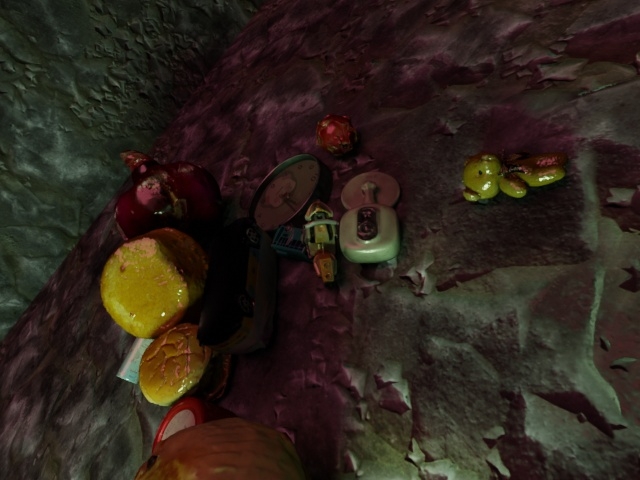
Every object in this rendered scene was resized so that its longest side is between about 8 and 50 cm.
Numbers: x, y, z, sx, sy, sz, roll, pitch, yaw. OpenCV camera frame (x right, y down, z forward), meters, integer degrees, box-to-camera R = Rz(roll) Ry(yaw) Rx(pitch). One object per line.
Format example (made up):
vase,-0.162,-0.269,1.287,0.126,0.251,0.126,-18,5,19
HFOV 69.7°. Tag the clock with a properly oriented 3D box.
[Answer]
clock,-0.104,-0.140,1.474,0.318,0.066,0.319,-26,43,27

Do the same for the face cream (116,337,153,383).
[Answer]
face cream,-0.589,0.354,1.532,0.075,0.075,0.230,-2,58,45

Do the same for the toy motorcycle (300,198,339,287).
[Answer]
toy motorcycle,0.001,0.000,1.146,0.093,0.130,0.229,-7,78,-6

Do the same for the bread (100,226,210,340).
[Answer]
bread,-0.508,0.135,1.433,0.337,0.204,0.358,-44,78,1

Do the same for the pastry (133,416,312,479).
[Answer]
pastry,-0.161,0.502,0.776,0.388,0.312,0.389,-40,30,29

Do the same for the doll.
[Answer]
doll,0.394,-0.151,0.954,0.209,0.097,0.137,-8,48,35

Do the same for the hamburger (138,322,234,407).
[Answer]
hamburger,-0.361,0.338,1.241,0.244,0.163,0.245,-27,41,26

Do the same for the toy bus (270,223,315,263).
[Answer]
toy bus,-0.063,0.010,1.290,0.160,0.079,0.092,12,69,48

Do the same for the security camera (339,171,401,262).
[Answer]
security camera,0.122,-0.078,1.149,0.157,0.080,0.302,-7,50,14

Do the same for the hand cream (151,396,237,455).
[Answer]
hand cream,-0.292,0.478,1.085,0.193,0.125,0.193,-29,41,29

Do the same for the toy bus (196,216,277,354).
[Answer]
toy bus,-0.210,0.133,1.262,0.171,0.162,0.387,-30,41,28

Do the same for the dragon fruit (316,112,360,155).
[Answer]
dragon fruit,0.049,-0.328,1.424,0.136,0.133,0.166,-37,37,6

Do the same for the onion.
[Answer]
onion,-0.586,-0.171,1.696,0.398,0.398,0.420,-39,72,14
